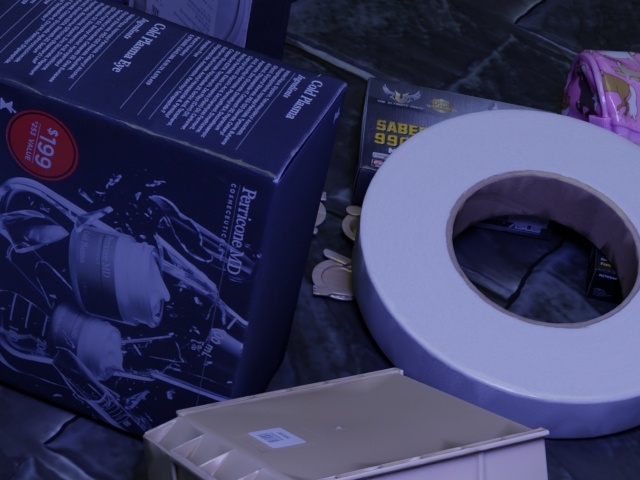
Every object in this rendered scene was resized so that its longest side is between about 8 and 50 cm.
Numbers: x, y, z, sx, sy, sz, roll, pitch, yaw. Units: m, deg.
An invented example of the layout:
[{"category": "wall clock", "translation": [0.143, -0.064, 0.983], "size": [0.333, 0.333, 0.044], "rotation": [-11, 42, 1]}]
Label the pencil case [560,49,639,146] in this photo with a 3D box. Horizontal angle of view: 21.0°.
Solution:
[{"category": "pencil case", "translation": [0.476, -0.134, 2.025], "size": [0.386, 0.160, 0.167], "rotation": [3, 73, -13]}]

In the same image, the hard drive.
[{"category": "hard drive", "translation": [-0.125, -0.274, 1.886], "size": [0.064, 0.339, 0.237], "rotation": [-19, 50, -30]}]

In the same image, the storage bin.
[{"category": "storage bin", "translation": [0.020, 0.209, 1.421], "size": [0.260, 0.123, 0.262], "rotation": [-10, 12, -24]}]

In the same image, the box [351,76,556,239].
[{"category": "box", "translation": [0.156, -0.096, 1.970], "size": [0.231, 0.056, 0.183], "rotation": [11, 40, -2]}]

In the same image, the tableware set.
[{"category": "tableware set", "translation": [0.000, 0.000, 1.841], "size": [0.141, 0.020, 0.168], "rotation": [17, 39, 5]}]

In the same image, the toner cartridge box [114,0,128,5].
[{"category": "toner cartridge box", "translation": [-0.222, -0.373, 2.186], "size": [0.165, 0.075, 0.348], "rotation": [36, 44, 24]}]

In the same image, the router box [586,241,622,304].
[{"category": "router box", "translation": [0.385, 0.025, 1.894], "size": [0.179, 0.046, 0.133], "rotation": [13, 39, 1]}]

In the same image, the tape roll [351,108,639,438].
[{"category": "tape roll", "translation": [0.228, 0.026, 1.778], "size": [0.392, 0.072, 0.392], "rotation": [5, 50, -6]}]

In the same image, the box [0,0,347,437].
[{"category": "box", "translation": [-0.176, -0.018, 1.560], "size": [0.313, 0.343, 0.179], "rotation": [19, 38, 9]}]
